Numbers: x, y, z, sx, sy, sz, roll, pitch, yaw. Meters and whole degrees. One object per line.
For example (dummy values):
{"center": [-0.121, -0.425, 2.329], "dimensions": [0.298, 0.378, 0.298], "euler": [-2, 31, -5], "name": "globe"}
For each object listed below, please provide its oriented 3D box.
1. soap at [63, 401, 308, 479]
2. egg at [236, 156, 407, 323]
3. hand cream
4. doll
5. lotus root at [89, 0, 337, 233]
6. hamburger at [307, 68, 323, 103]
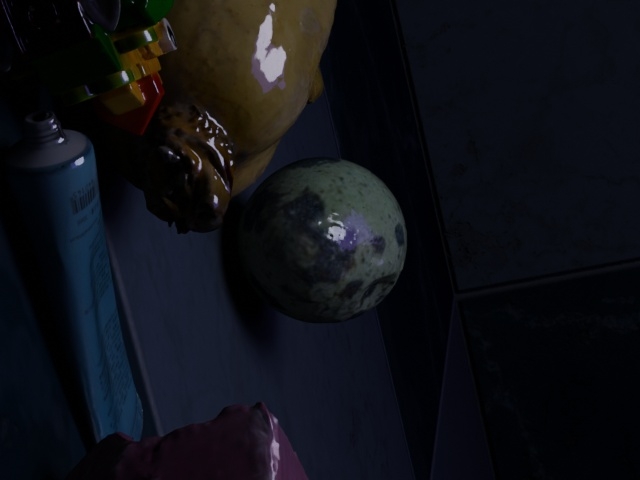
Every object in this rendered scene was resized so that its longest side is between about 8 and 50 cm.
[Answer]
{"center": [-0.038, 0.275, 0.874], "dimensions": [0.359, 0.128, 0.233], "euler": [69, 14, -52], "name": "soap"}
{"center": [0.000, 0.000, 1.337], "dimensions": [0.181, 0.141, 0.141], "euler": [-3, 82, -74], "name": "egg"}
{"center": [-0.130, 0.030, 0.889], "dimensions": [0.083, 0.048, 0.224], "euler": [-83, 166, -59], "name": "hand cream"}
{"center": [-0.132, -0.132, 0.842], "dimensions": [0.186, 0.106, 0.134], "euler": [53, 16, -68], "name": "doll"}
{"center": [-0.074, -0.134, 1.027], "dimensions": [0.169, 0.151, 0.343], "euler": [122, -16, -45], "name": "lotus root"}
{"center": [-0.071, -0.180, 1.264], "dimensions": [0.177, 0.113, 0.185], "euler": [-80, 149, -50], "name": "hamburger"}
